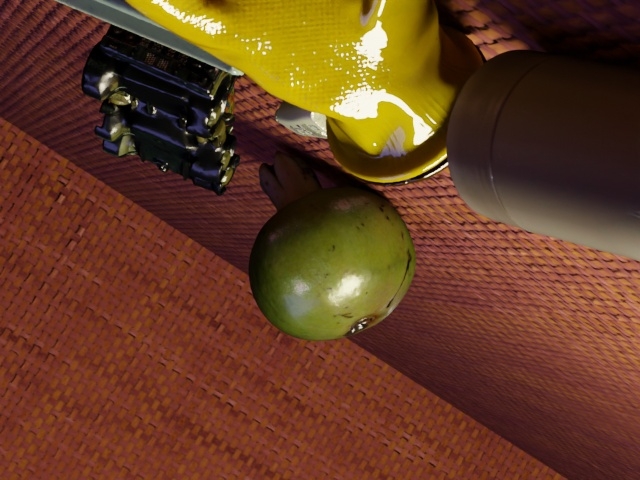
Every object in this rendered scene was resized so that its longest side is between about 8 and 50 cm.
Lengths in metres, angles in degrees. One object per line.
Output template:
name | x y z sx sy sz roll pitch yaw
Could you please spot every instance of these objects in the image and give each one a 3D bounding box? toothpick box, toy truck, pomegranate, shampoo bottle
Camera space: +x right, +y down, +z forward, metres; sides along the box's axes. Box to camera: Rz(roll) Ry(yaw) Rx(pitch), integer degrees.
toothpick box | 0.169 -0.048 0.953 0.111 0.111 0.180 37 169 -37
toy truck | -0.127 -0.135 1.466 0.127 0.127 0.257 24 171 5
pomegranate | -0.003 0.008 1.733 0.210 0.179 0.179 44 171 -2
shampoo bottle | -0.012 -0.113 1.489 0.049 0.034 0.141 27 175 -22

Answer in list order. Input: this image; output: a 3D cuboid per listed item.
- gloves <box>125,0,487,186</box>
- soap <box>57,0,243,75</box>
gloves | -0.013 -0.144 0.965 0.116 0.133 0.294 32 175 39
soap | -0.106 -0.192 1.072 0.198 0.115 0.063 27 171 34
